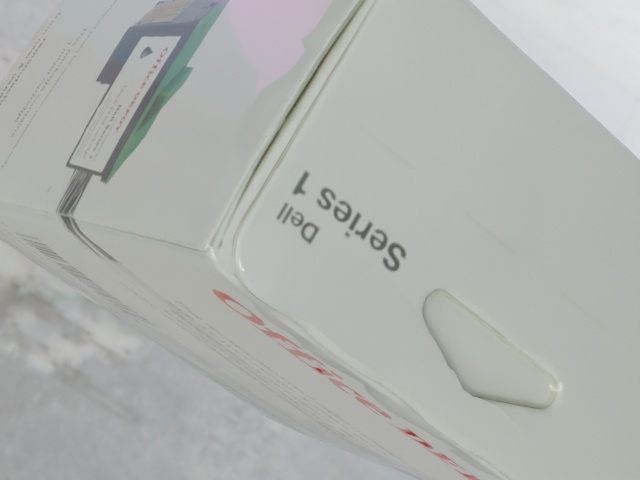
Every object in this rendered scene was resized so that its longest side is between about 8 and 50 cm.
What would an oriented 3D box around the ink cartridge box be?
[{"bbox_3d":[0.000,0.000,0.465,0.160,0.092,0.219,37,-14,-28],"label":"ink cartridge box"}]
